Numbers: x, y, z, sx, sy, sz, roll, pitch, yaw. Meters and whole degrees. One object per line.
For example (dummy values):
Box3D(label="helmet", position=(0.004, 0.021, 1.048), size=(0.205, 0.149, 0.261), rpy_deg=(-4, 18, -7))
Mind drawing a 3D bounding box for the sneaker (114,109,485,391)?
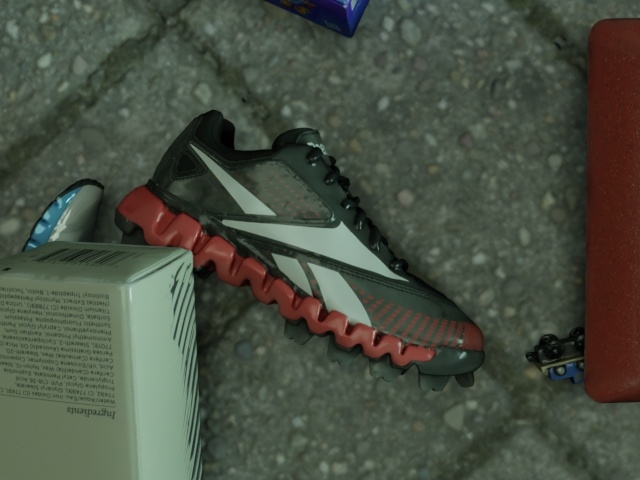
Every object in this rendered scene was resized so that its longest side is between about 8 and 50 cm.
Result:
Box3D(label="sneaker", position=(0.000, 0.000, 0.626), size=(0.276, 0.097, 0.135), rpy_deg=(28, 91, 7))

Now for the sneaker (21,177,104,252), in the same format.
Box3D(label="sneaker", position=(-0.185, 0.049, 0.660), size=(0.082, 0.071, 0.191), rpy_deg=(23, 97, -1))

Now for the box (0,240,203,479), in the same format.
Box3D(label="box", position=(-0.142, 0.144, 0.588), size=(0.113, 0.094, 0.275), rpy_deg=(4, 104, 15))

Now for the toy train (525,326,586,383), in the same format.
Box3D(label="toy train", position=(0.225, 0.073, 0.641), size=(0.158, 0.027, 0.036), rpy_deg=(-12, 98, 3))

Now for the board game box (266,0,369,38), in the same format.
Box3D(label="board game box", position=(-0.011, -0.358, 0.660), size=(0.233, 0.078, 0.347), rpy_deg=(25, 89, 6))

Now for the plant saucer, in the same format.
Box3D(label="plant saucer", position=(0.307, -0.018, 0.593), size=(0.258, 0.048, 0.259), rpy_deg=(-1, 96, -3))
